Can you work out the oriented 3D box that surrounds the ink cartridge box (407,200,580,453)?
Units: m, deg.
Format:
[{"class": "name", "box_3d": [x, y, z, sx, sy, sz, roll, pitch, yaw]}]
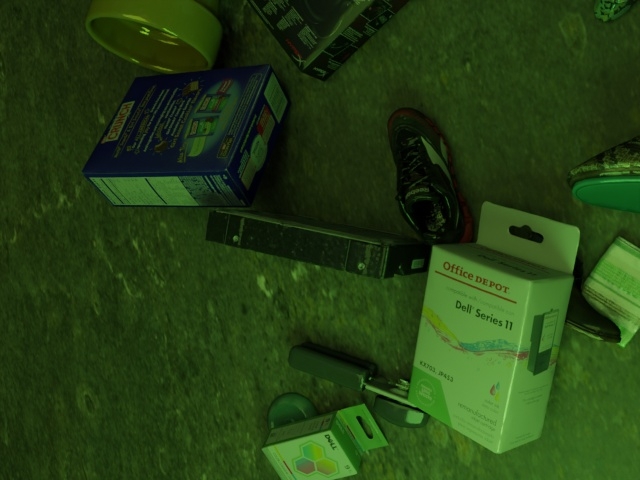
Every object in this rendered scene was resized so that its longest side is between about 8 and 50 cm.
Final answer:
[{"class": "ink cartridge box", "box_3d": [0.271, 0.128, 1.233, 0.207, 0.119, 0.353, 22, 109, 48]}]

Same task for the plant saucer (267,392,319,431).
[{"class": "plant saucer", "box_3d": [-0.057, 0.359, 1.506, 0.119, 0.021, 0.119, 0, 90, 25]}]

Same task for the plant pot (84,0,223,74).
[{"class": "plant pot", "box_3d": [-0.299, -0.480, 1.497, 0.254, 0.254, 0.238, 10, 79, 25]}]

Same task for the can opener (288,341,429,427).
[{"class": "can opener", "box_3d": [0.068, 0.264, 1.417, 0.280, 0.074, 0.093, 20, 100, 24]}]

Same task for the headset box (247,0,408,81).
[{"class": "headset box", "box_3d": [0.030, -0.474, 1.401, 0.293, 0.110, 0.218, -41, 75, 20]}]

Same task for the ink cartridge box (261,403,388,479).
[{"class": "ink cartridge box", "box_3d": [0.008, 0.385, 1.431, 0.209, 0.062, 0.109, -21, 110, 24]}]

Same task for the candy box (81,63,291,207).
[{"class": "candy box", "box_3d": [-0.250, -0.195, 1.462, 0.317, 0.122, 0.268, 2, 55, 24]}]

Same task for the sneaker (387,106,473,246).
[{"class": "sneaker", "box_3d": [0.177, -0.108, 1.327, 0.098, 0.135, 0.276, -23, 80, 26]}]

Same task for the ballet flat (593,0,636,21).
[{"class": "ballet flat", "box_3d": [0.499, -0.433, 1.208, 0.070, 0.070, 0.188, 43, 108, 18]}]

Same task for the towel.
[{"class": "towel", "box_3d": [0.489, 0.084, 1.249, 0.113, 0.023, 0.152, 37, 108, 22]}]

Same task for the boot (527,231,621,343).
[{"class": "boot", "box_3d": [0.400, 0.073, 1.238, 0.219, 0.082, 0.106, 33, 109, 33]}]

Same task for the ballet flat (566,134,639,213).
[{"class": "ballet flat", "box_3d": [0.622, -0.098, 1.126, 0.483, 0.164, 0.182, 14, 75, 19]}]

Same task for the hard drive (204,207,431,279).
[{"class": "hard drive", "box_3d": [0.000, 0.000, 1.355, 0.339, 0.237, 0.064, 11, 95, 25]}]
